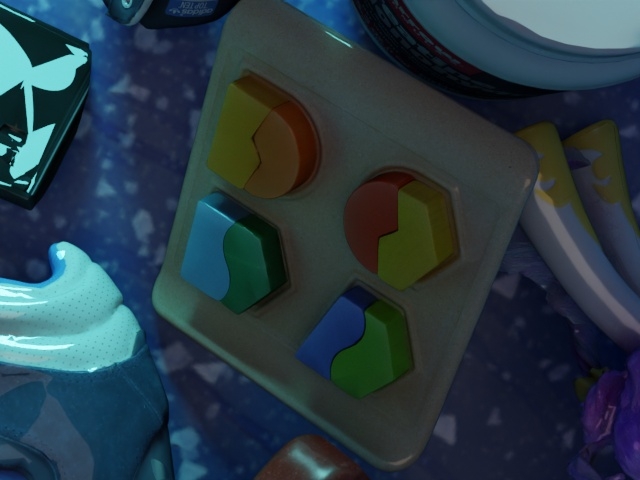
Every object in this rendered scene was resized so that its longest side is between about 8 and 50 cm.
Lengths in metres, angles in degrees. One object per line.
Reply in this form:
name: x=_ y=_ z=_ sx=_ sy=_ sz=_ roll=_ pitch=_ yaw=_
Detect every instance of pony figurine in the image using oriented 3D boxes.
pony figurine: x=0.228 y=0.089 z=0.850 sx=0.351 sy=0.303 sz=0.363 roll=-26 pitch=80 yaw=-11

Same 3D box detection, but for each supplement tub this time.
supplement tub: x=0.112 y=-0.170 z=0.801 sx=0.191 sy=0.272 sz=0.191 roll=0 pitch=93 yaw=-4

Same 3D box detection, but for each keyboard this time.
keyboard: x=-0.295 y=-0.094 z=0.855 sx=0.317 sy=0.033 sz=0.202 roll=24 pitch=55 yaw=-4

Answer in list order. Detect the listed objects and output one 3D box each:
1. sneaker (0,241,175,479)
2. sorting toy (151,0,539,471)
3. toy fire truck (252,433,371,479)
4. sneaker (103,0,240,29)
sneaker: x=-0.244 y=0.119 z=0.875 sx=0.322 sy=0.130 sz=0.236 roll=-16 pitch=84 yaw=2
sorting toy: x=0.000 y=0.000 z=0.841 sx=0.193 sy=0.038 sz=0.208 roll=33 pitch=122 yaw=21
toy fire truck: x=-0.013 y=0.264 z=0.836 sx=0.254 sy=0.169 sz=0.302 roll=-48 pitch=138 yaw=-10
sneaker: x=-0.043 y=-0.182 z=0.799 sx=0.099 sy=0.282 sz=0.153 roll=-2 pitch=100 yaw=-26
